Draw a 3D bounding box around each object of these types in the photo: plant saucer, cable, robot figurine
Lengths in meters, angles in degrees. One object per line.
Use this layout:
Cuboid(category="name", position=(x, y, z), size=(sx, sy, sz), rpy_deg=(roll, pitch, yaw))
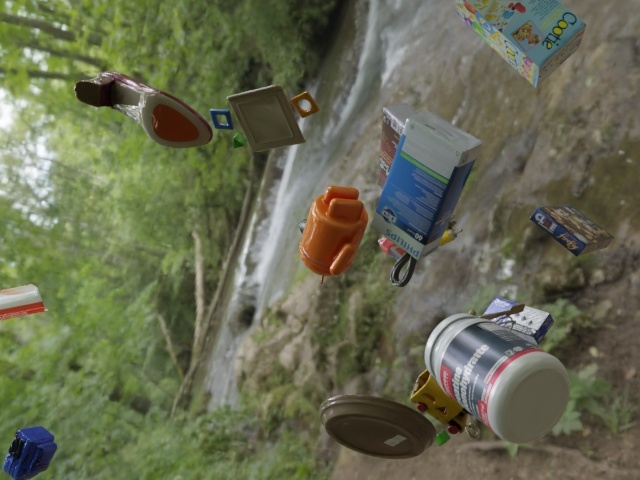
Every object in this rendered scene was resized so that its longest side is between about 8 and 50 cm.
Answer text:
Cuboid(category="plant saucer", position=(0.127, 0.437, 1.547), size=(0.278, 0.277, 0.041), rpy_deg=(113, 175, -52))
Cuboid(category="cable", position=(0.271, 0.006, 1.872), size=(0.287, 0.072, 0.140), rpy_deg=(-45, 55, 29))
Cuboid(category="robot figurine", position=(0.026, -0.011, 1.439), size=(0.128, 0.158, 0.220), rpy_deg=(-30, -31, -43))

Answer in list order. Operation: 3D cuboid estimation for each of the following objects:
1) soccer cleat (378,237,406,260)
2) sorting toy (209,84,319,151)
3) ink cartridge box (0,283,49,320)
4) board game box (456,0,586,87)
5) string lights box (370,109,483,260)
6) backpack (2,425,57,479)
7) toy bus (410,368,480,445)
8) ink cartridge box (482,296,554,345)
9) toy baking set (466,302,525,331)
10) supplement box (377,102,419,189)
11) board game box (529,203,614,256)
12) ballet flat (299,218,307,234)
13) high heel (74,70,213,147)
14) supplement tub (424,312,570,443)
Cuboid(category="soccer cleat", position=(0.256, 0.007, 2.050), size=(0.083, 0.095, 0.248), rpy_deg=(-45, -13, 24))
Cuboid(category="sorting toy", position=(-0.147, -0.349, 1.902), size=(0.196, 0.347, 0.047), rpy_deg=(63, -144, -33))
Cuboid(category="ink cartridge box", position=(-0.678, 0.136, 1.448), size=(0.179, 0.145, 0.045), rpy_deg=(2, 101, 58))
Cuboid(category="board game box", position=(0.469, -0.523, 1.595), size=(0.144, 0.275, 0.142), rpy_deg=(-43, -15, 6))
Cuboid(category="string lights box", position=(0.200, -0.103, 1.310), size=(0.076, 0.133, 0.260), rpy_deg=(-28, -35, -43))
Cuboid(category="backpack", position=(-0.729, 0.542, 1.680), size=(0.120, 0.101, 0.098), rpy_deg=(-62, -25, 1))
Cuboid(category="toy bus", position=(0.336, 0.413, 1.733), size=(0.104, 0.202, 0.191), rpy_deg=(-54, 47, 39))
Cuboid(category="ink cartridge box", position=(0.610, 0.249, 2.092), size=(0.097, 0.046, 0.207), rpy_deg=(-49, 33, -17))
Cuboid(category="toy baking set", position=(0.404, 0.240, 1.728), size=(0.256, 0.196, 0.030), rpy_deg=(-57, 40, 23))
Cuboid(category="supplement box", position=(0.215, -0.221, 1.753), size=(0.130, 0.073, 0.240), rpy_deg=(-126, 27, -45))
Cuboid(category="board game box", position=(0.704, -0.034, 1.872), size=(0.243, 0.165, 0.042), rpy_deg=(-8, -45, -50))
Cuboid(category="ballet flat", position=(0.000, 0.000, 1.888), size=(0.203, 0.074, 0.074), rpy_deg=(48, -135, -49))
Cuboid(category="high heel", position=(-0.410, -0.338, 1.684), size=(0.127, 0.377, 0.181), rpy_deg=(-68, -10, 24))
Cuboid(category="supplement tub", position=(0.360, 0.278, 1.401), size=(0.272, 0.191, 0.191), rpy_deg=(32, 109, 61))
